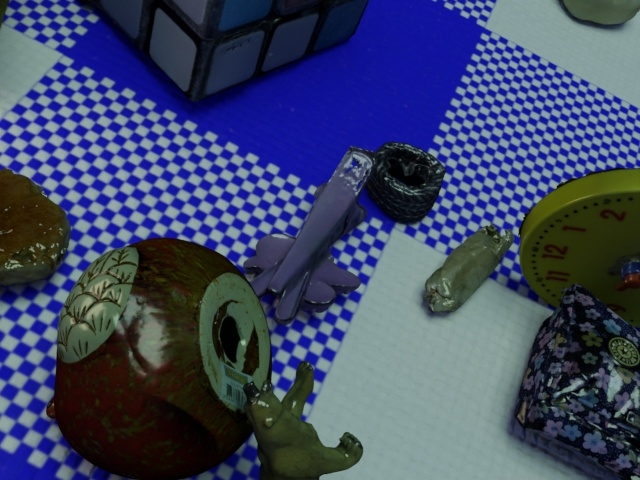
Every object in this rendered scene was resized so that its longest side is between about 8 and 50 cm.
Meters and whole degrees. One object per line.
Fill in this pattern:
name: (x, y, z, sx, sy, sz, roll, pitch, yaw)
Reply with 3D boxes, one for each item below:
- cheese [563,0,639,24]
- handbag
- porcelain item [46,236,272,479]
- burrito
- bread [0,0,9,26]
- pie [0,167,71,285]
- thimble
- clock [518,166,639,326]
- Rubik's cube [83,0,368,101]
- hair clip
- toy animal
cheese: (0.494, -0.512, 1.607, 0.159, 0.093, 0.262, -11, 62, -23)
handbag: (0.352, 0.182, 1.042, 0.208, 0.126, 0.228, 29, 44, 1)
porcelain item: (-0.178, 0.123, 0.860, 0.253, 0.253, 0.252, 10, 54, -14)
burrito: (0.193, 0.034, 1.138, 0.058, 0.045, 0.188, 37, 53, 16)
bread: (-0.404, -0.388, 1.104, 0.245, 0.233, 0.361, -20, 69, -32)
pie: (-0.376, -0.017, 0.950, 0.195, 0.046, 0.195, 13, 40, -11)
thimble: (0.111, -0.079, 1.176, 0.104, 0.066, 0.095, 20, 50, -3)
clock: (0.390, 0.027, 1.065, 0.294, 0.277, 0.071, 6, 52, 14)
Rubik's cube: (-0.120, -0.462, 1.175, 0.359, 0.363, 0.362, -27, 65, -37)
hair clip: (-0.001, 0.006, 1.066, 0.137, 0.090, 0.278, 29, 55, 6)
toy animal: (-0.028, 0.213, 0.839, 0.101, 0.218, 0.103, -22, 45, -35)
